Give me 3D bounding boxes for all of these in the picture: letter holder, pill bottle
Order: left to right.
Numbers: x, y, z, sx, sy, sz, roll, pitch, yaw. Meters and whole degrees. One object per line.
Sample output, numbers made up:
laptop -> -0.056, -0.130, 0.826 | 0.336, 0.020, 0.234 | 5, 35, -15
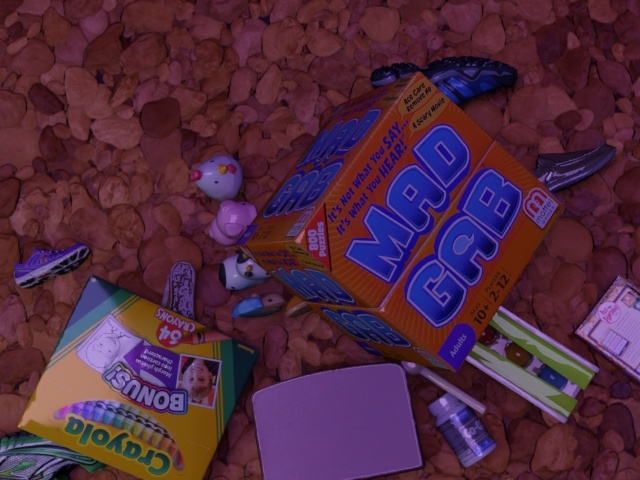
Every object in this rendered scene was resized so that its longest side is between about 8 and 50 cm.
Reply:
letter holder -> 0.033, 0.359, 1.863 | 0.301, 0.152, 0.215 | -12, 77, 4
pill bottle -> 0.271, 0.361, 1.870 | 0.078, 0.078, 0.137 | -35, 79, 0

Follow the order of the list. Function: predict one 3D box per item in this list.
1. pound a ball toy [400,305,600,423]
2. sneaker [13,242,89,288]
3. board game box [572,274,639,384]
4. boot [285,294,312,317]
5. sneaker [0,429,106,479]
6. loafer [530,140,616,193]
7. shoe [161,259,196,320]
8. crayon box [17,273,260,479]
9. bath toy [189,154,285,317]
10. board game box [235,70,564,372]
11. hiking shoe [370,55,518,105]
pound a ball toy -> 0.338, 0.241, 1.857 | 0.319, 0.136, 0.208 | 32, 91, 10
sneaker -> -0.570, 0.039, 2.031 | 0.169, 0.068, 0.071 | -22, 73, 3
board game box -> 0.614, 0.183, 1.878 | 0.193, 0.045, 0.147 | 39, 87, 11
boot -> 0.001, -0.001, 1.952 | 0.295, 0.104, 0.211 | -35, 80, -10
sneaker -> -0.590, 0.452, 1.925 | 0.343, 0.134, 0.146 | -20, 79, 2
loafer -> 0.467, -0.141, 1.926 | 0.251, 0.094, 0.087 | -26, 82, 2
shoe -> -0.293, 0.150, 1.988 | 0.076, 0.058, 0.219 | 10, 85, -12
crayon box -> -0.348, 0.282, 1.880 | 0.362, 0.106, 0.313 | 25, 80, -10
bath toy -> -0.173, -0.017, 1.945 | 0.151, 0.129, 0.348 | -25, 75, 27
board game box -> 0.129, -0.025, 1.730 | 0.356, 0.356, 0.357 | 39, 76, -15
hiking shoe -> 0.254, -0.304, 1.992 | 0.304, 0.113, 0.132 | -5, 110, 0
